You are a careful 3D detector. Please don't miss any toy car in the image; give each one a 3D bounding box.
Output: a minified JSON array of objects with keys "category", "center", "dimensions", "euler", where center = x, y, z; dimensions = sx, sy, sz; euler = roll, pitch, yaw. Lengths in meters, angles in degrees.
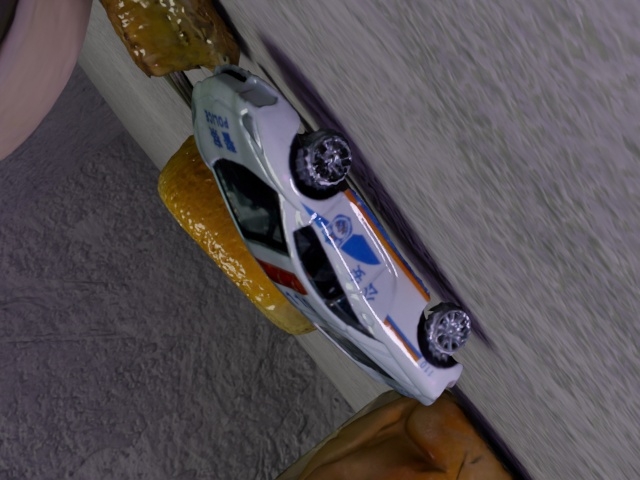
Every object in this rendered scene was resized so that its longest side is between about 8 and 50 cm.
[{"category":"toy car","center":[0.000,0.000,0.967],"dimensions":[0.205,0.056,0.095],"euler":[53,164,-29]}]

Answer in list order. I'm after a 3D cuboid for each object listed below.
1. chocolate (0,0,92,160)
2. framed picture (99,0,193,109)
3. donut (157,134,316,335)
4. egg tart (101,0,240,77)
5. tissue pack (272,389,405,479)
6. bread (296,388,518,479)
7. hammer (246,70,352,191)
[{"category":"chocolate","center":[-0.282,-0.169,1.062],"dimensions":[0.297,0.314,0.326],"euler":[-58,-55,-81]},{"category":"framed picture","center":[-0.174,-0.202,1.588],"dimensions":[0.231,0.010,0.173],"euler":[50,175,31]},{"category":"donut","center":[-0.054,-0.005,1.522],"dimensions":[0.190,0.074,0.174],"euler":[51,176,2]},{"category":"egg tart","center":[-0.093,-0.130,1.040],"dimensions":[0.129,0.049,0.129],"euler":[53,175,6]},{"category":"tissue pack","center":[0.108,0.296,1.692],"dimensions":[0.275,0.167,0.200],"euler":[52,178,-22]},{"category":"bread","center":[0.012,0.236,1.345],"dimensions":[0.132,0.294,0.167],"euler":[43,174,38]},{"category":"hammer","center":[-0.013,-0.031,1.164],"dimensions":[0.125,0.027,0.297],"euler":[56,176,0]}]
